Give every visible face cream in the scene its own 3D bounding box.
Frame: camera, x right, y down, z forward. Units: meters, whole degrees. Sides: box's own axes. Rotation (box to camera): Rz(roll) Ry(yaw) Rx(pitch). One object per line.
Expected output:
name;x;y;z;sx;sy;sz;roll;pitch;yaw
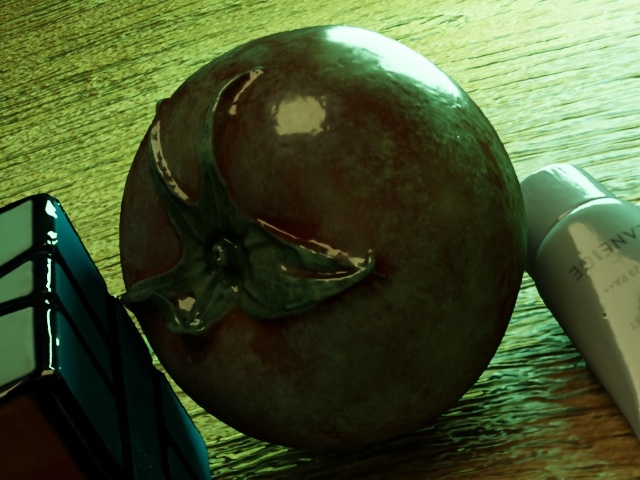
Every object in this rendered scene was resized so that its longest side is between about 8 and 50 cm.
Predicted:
face cream;0.235;0.046;1.140;0.154;0.096;0.274;-29;41;-10

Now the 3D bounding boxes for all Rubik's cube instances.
Rubik's cube;-0.249;0.179;1.098;0.293;0.283;0.288;-24;29;1

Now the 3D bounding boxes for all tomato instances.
tomato;0.000;0.000;1.160;0.316;0.317;0.282;1;9;41

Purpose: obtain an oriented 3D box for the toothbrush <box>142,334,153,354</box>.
toothbrush;-0.210;0.146;1.395;0.024;0.021;0.288;18;50;39
